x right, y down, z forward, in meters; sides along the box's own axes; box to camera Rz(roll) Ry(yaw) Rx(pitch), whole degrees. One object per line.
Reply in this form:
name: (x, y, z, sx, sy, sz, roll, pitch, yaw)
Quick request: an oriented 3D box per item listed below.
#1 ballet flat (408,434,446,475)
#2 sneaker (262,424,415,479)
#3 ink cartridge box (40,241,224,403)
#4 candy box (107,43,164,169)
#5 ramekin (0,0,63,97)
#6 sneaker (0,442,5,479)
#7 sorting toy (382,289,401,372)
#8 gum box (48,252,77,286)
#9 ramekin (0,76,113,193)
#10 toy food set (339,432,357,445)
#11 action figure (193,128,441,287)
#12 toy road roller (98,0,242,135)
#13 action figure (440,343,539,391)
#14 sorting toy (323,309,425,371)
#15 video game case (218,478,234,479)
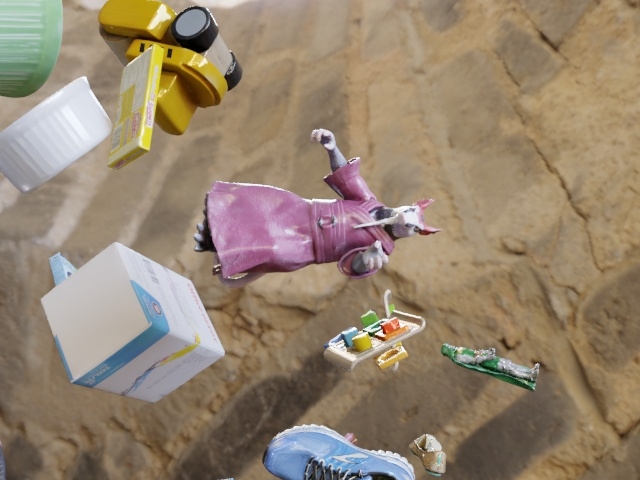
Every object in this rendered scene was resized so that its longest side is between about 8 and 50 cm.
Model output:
ballet flat: (0.272, 0.522, 2.097, 0.206, 0.073, 0.067, -160, -94, -79)
sneaker: (0.044, 0.474, 1.716, 0.147, 0.329, 0.130, -109, -146, -80)
ink cartridge box: (-0.361, 0.170, 1.652, 0.197, 0.270, 0.198, -36, -119, 9)
candy box: (-0.319, -0.230, 1.456, 0.105, 0.027, 0.206, -20, -123, 41)
ramekin: (-0.569, -0.378, 1.363, 0.148, 0.303, 0.303, -18, 165, -50)
sneaker: (-0.745, 0.437, 1.844, 0.131, 0.112, 0.319, 111, -35, -78)
sorting toy: (0.192, 0.242, 2.212, 0.193, 0.038, 0.208, 63, 22, -79)
gum box: (-0.712, 0.147, 2.439, 0.041, 0.157, 0.184, -30, -129, 1)
ramekin: (-0.586, -0.222, 1.836, 0.277, 0.135, 0.277, -33, -165, 10)
toy food set: (0.069, 0.545, 2.239, 0.019, 0.122, 0.078, 35, -85, 28)
action figure: (0.000, 0.000, 1.294, 0.276, 0.370, 0.248, 91, -3, -56)
toy road roller: (-0.357, -0.378, 1.861, 0.329, 0.202, 0.241, 16, -111, 25)
action figure: (0.399, 0.290, 2.000, 0.137, 0.232, 0.064, -20, 123, -76)
sorting toy: (0.108, 0.202, 1.804, 0.196, 0.047, 0.347, -28, -170, -15)
video game case: (-0.217, 0.641, 2.005, 0.119, 0.166, 0.015, -17, -161, 32)
